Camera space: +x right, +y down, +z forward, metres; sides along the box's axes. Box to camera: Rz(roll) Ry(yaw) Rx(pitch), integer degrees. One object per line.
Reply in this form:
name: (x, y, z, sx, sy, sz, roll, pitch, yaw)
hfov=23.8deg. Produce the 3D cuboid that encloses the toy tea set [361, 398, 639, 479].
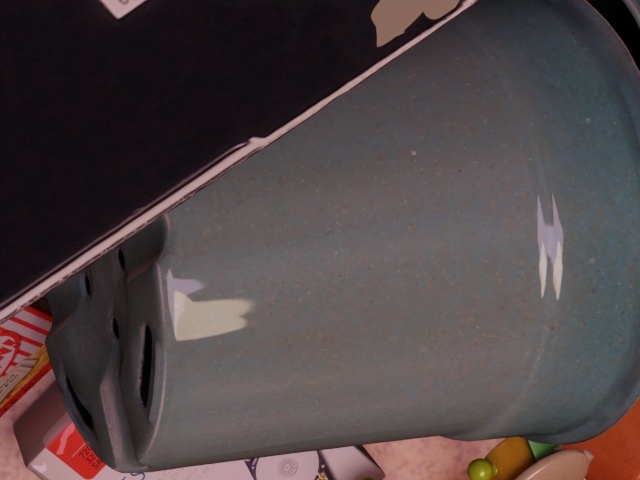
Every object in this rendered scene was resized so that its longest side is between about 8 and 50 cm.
toy tea set: (0.158, 0.197, 1.260, 0.336, 0.124, 0.200, 6, 128, -46)

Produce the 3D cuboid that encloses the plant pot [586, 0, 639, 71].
plant pot: (0.259, -0.080, 1.166, 0.255, 0.271, 0.272, -3, 108, -33)

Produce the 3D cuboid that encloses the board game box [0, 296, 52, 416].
board game box: (-0.259, 0.088, 1.082, 0.147, 0.193, 0.045, -44, 76, -1)

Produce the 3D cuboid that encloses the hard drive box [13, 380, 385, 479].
hard drive box: (-0.095, 0.167, 1.207, 0.181, 0.089, 0.232, -47, 113, -1)

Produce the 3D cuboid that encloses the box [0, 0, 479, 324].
box: (-0.081, -0.281, 0.797, 0.480, 0.472, 0.297, -33, 117, 12)

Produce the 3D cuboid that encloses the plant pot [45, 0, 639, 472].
plant pot: (0.000, 0.000, 1.015, 0.334, 0.341, 0.341, -9, 109, -28)
